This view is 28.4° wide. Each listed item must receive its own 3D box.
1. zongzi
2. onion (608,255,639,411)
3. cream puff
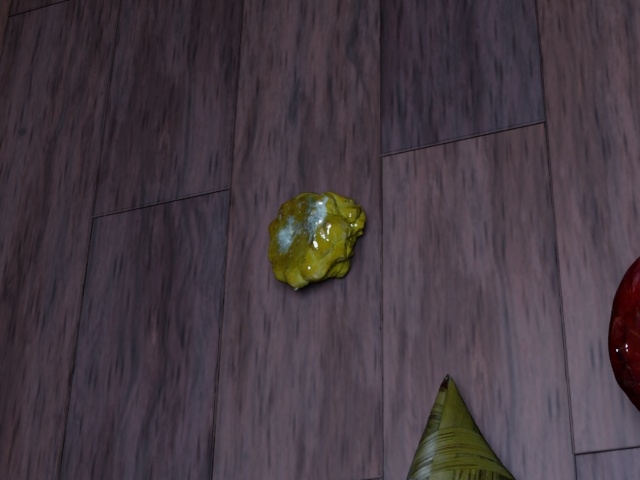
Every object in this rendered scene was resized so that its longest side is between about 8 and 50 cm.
[{"bbox_3d":[0.219,0.304,1.493,0.286,0.138,0.300,6,58,25],"label":"zongzi"},{"bbox_3d":[0.463,0.106,1.415,0.276,0.276,0.276,-12,57,19],"label":"onion"},{"bbox_3d":[0.000,0.000,1.796,0.146,0.116,0.146,-16,68,48],"label":"cream puff"}]
